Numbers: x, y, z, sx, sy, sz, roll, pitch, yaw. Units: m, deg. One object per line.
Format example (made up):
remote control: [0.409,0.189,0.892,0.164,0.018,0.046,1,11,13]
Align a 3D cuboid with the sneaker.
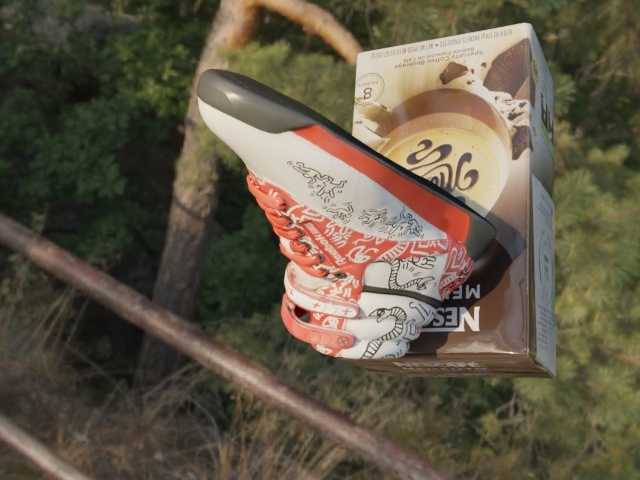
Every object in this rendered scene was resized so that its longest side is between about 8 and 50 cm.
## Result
sneaker: [0.001,0.001,0.549,0.270,0.145,0.090,25,13,-41]

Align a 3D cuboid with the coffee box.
coffee box: [0.121,-0.028,0.731,0.168,0.297,0.119,-5,-20,25]
